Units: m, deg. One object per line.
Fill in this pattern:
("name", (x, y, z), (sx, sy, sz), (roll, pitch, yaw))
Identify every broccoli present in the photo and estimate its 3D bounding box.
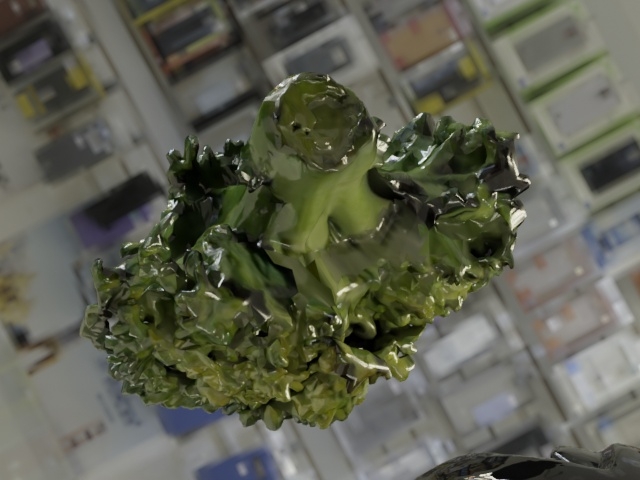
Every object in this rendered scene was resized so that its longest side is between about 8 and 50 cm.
("broccoli", (0.000, 0.000, 0.415), (0.092, 0.097, 0.095), (108, -3, -54))

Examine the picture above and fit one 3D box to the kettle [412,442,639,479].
("kettle", (0.071, 0.201, 0.438), (0.268, 0.290, 0.207), (19, -19, 6))
